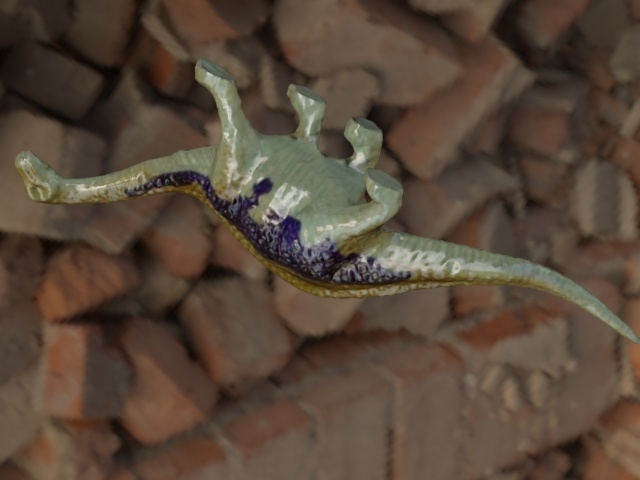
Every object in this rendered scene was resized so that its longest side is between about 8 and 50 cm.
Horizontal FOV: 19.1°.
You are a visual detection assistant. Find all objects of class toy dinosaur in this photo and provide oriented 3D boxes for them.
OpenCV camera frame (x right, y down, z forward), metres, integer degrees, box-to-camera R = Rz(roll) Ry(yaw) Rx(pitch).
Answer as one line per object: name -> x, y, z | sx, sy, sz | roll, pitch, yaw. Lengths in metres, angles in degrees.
toy dinosaur -> 0.001, -0.014, 0.518 | 0.037, 0.180, 0.058 | -44, 148, -52
